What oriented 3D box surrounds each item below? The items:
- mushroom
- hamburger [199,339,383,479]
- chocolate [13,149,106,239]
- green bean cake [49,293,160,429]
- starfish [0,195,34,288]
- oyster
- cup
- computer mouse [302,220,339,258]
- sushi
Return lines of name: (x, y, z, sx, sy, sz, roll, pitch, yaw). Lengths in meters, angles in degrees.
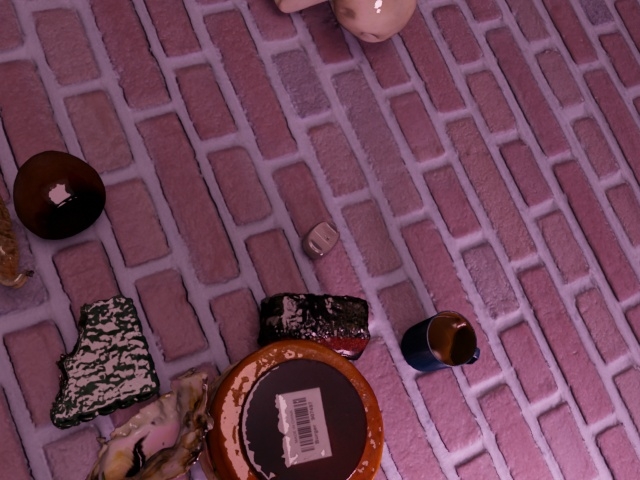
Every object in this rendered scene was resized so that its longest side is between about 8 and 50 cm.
mushroom: (0.091, -0.642, 1.623, 0.353, 0.353, 0.325, 50, 45, 1)
hamburger: (-0.063, 0.351, 1.257, 0.329, 0.250, 0.330, 6, 72, -20)
chocolate: (-0.501, -0.090, 1.307, 0.176, 0.177, 0.177, 6, 72, -17)
green bean cake: (-0.412, 0.220, 1.257, 0.193, 0.107, 0.208, -15, 78, -21)
starfish: (-0.715, -0.100, 1.230, 0.323, 0.082, 0.432, -5, 69, -32)
oyster: (-0.291, 0.369, 1.183, 0.107, 0.354, 0.201, 40, 23, -36)
cup: (0.258, 0.232, 1.465, 0.113, 0.138, 0.150, -42, 90, -25)
computer mouse: (-0.001, 0.001, 1.504, 0.066, 0.039, 0.096, 44, 57, -2)
sushi: (-0.012, 0.167, 1.395, 0.225, 0.136, 0.126, 11, 75, -18)
